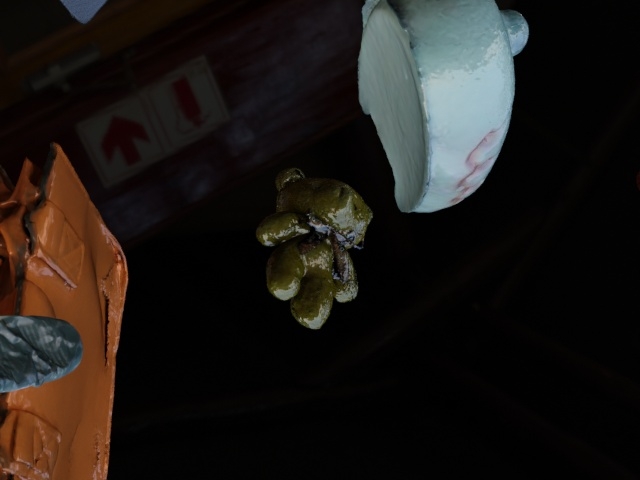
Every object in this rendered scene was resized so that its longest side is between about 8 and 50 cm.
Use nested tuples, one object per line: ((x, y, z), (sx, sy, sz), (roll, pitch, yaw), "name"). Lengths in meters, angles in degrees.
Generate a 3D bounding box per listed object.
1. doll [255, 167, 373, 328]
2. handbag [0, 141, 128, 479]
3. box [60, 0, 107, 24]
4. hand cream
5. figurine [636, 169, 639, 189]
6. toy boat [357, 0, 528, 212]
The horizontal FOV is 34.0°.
((0.000, 0.000, 1.134), (0.097, 0.137, 0.209), (-44, -157, 36), "doll")
((-0.296, 0.139, 1.090), (0.116, 0.303, 0.409), (-2, -116, 3), "handbag")
((-0.301, -0.357, 1.381), (0.027, 0.126, 0.125), (38, -96, 15), "box")
((-0.245, 0.082, 0.829), (0.052, 0.075, 0.248), (-21, 170, 2), "hand cream")
((0.543, -0.077, 1.322), (0.226, 0.160, 0.183), (33, -163, 7), "figurine")
((0.077, -0.095, 0.661), (0.079, 0.207, 0.134), (-14, -107, -7), "toy boat")
